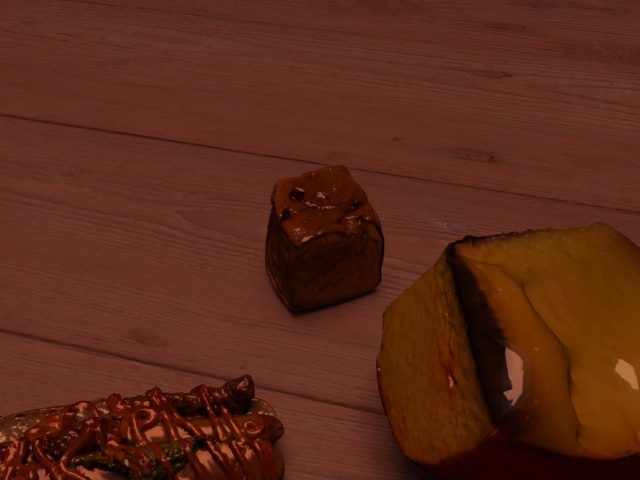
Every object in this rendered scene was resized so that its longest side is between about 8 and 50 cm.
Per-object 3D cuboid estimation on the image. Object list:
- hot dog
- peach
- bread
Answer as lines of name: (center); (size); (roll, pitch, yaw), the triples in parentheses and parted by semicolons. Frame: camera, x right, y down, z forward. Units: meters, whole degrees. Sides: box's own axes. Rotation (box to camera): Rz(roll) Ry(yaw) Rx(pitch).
hot dog: (-0.212, 0.235, 0.972); (0.348, 0.117, 0.158); (-6, 40, -5)
peach: (0.228, 0.147, 0.960); (0.380, 0.242, 0.306); (-8, 53, -42)
bread: (0.000, 0.000, 1.228); (0.143, 0.158, 0.149); (-13, 39, -21)
